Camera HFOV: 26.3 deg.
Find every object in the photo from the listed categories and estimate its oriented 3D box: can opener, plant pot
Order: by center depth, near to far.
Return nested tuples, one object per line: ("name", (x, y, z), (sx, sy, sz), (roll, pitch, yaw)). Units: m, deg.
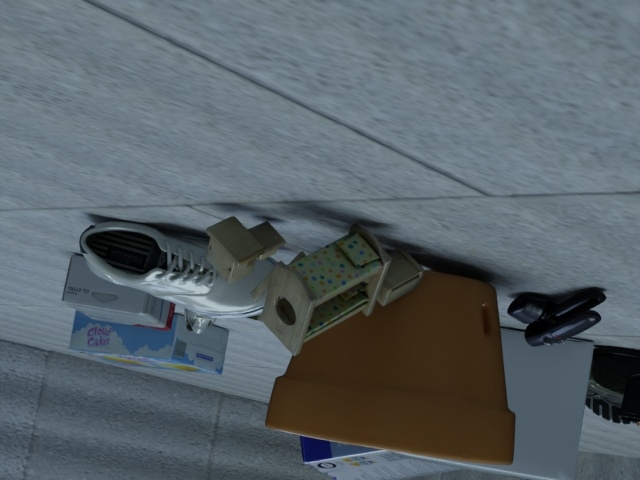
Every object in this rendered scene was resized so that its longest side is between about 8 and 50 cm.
("plant pot", (0.092, 0.139, 1.600), (0.291, 0.203, 0.291), (8, 174, 1))
("can opener", (0.284, 0.094, 1.618), (0.073, 0.059, 0.186), (14, 169, -16))

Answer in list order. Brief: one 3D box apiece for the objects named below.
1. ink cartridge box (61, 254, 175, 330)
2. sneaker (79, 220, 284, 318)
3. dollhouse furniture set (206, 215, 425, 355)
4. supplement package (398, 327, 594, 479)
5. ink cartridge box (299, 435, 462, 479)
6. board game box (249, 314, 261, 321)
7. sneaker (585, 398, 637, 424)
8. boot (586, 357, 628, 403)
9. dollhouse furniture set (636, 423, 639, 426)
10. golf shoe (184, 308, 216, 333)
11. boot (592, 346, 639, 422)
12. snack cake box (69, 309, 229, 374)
("ink cartridge box", (-0.292, 0.079, 2.018), (0.127, 0.072, 0.175), (9, 169, 7))
("sneaker", (-0.167, 0.036, 1.630), (0.258, 0.094, 0.091), (9, 174, 10))
("dollhouse furniture set", (0.000, 0.000, 1.444), (0.182, 0.161, 0.101), (-27, 151, -34))
("supplement package", (0.246, 0.234, 1.989), (0.262, 0.204, 0.145), (9, 169, 7))
("ink cartridge box", (0.128, 0.302, 2.271), (0.395, 0.151, 0.270), (-13, 158, 14))
("board game box", (-0.038, 0.102, 2.036), (0.136, 0.030, 0.259), (14, 169, -30))
("sneaker", (0.532, 0.266, 2.232), (0.208, 0.081, 0.094), (5, 170, 21))
("boot", (0.433, 0.232, 2.161), (0.189, 0.076, 0.208), (28, 157, -16))
("dollhouse furniture set", (0.628, 0.362, 2.361), (0.129, 0.184, 0.129), (19, 166, -39))
("golf shoe", (-0.152, 0.089, 1.915), (0.069, 0.086, 0.176), (14, 167, -12))
("boot", (0.441, 0.206, 1.950), (0.121, 0.099, 0.045), (5, 167, 21))
("snack cake box", (-0.323, 0.188, 2.570), (0.264, 0.089, 0.152), (1, 167, 37))
